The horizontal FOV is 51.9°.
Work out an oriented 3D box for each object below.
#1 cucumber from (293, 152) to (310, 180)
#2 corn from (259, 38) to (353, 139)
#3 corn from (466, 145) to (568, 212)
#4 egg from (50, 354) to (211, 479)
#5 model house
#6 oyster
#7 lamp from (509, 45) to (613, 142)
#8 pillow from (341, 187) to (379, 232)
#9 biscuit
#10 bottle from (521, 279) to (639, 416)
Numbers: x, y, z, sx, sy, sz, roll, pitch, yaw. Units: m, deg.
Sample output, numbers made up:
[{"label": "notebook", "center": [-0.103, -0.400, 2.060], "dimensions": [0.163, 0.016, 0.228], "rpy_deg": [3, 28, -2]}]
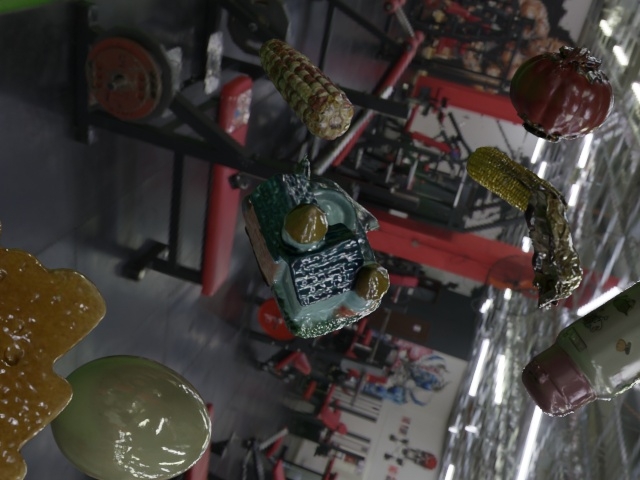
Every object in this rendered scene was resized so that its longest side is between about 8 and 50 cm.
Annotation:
[{"label": "cucumber", "center": [-0.044, -0.104, 1.331], "dimensions": [0.037, 0.037, 0.155], "rpy_deg": [-57, 160, -55]}, {"label": "corn", "center": [-0.028, -0.239, 1.006], "dimensions": [0.237, 0.080, 0.079], "rpy_deg": [56, -32, 41]}, {"label": "corn", "center": [0.353, -0.101, 1.188], "dimensions": [0.072, 0.203, 0.072], "rpy_deg": [-38, 152, -24]}, {"label": "egg", "center": [-0.282, 0.269, 0.988], "dimensions": [0.186, 0.242, 0.185], "rpy_deg": [17, 90, -89]}, {"label": "model house", "center": [0.000, 0.000, 0.971], "dimensions": [0.291, 0.185, 0.253], "rpy_deg": [112, -41, -76]}, {"label": "oyster", "center": [0.376, 0.025, 1.072], "dimensions": [0.345, 0.079, 0.128], "rpy_deg": [61, 9, -56]}, {"label": "lamp", "center": [0.537, -0.328, 1.459], "dimensions": [0.227, 0.227, 0.226], "rpy_deg": [18, 90, -80]}, {"label": "pillow", "center": [0.045, -0.058, 1.252], "dimensions": [0.091, 0.135, 0.055], "rpy_deg": [-37, 167, -25]}, {"label": "biscuit", "center": [-0.248, 0.088, 0.421], "dimensions": [0.041, 0.212, 0.238], "rpy_deg": [-26, -122, 45]}, {"label": "bottle", "center": [0.410, 0.158, 0.942], "dimensions": [0.253, 0.120, 0.120], "rpy_deg": [-33, 170, 4]}]
